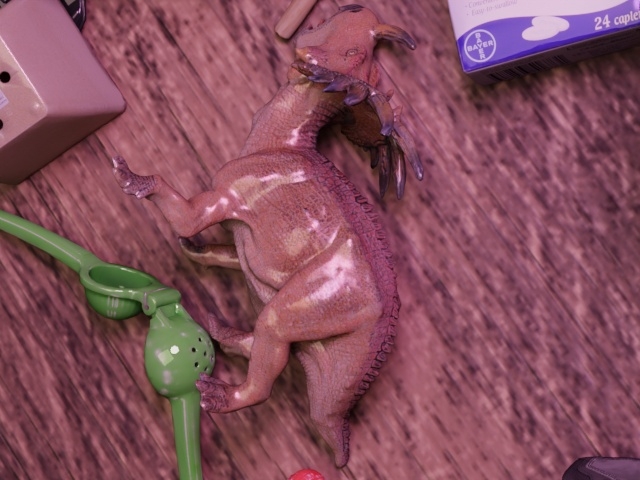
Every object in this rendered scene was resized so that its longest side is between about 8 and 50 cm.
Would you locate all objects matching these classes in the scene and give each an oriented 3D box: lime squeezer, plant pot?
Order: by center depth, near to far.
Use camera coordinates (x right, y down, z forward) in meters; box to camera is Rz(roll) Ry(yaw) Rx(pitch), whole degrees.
[{"bbox_3d":[-0.219,-0.105,1.153,0.109,0.096,0.109,-33,91,15],"label":"plant pot"},{"bbox_3d":[-0.134,0.065,1.162,0.310,0.059,0.110,53,138,12],"label":"lime squeezer"}]

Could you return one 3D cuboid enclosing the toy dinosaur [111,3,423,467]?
[{"bbox_3d":[0.000,0.000,1.081,0.200,0.127,0.296,-20,88,10],"label":"toy dinosaur"}]

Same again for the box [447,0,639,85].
[{"bbox_3d":[0.141,-0.182,1.061,0.126,0.072,0.137,-14,84,17],"label":"box"}]

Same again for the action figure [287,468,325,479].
[{"bbox_3d":[-0.072,0.277,1.084,0.091,0.139,0.280,24,93,30],"label":"action figure"}]

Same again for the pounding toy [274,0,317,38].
[{"bbox_3d":[-0.074,-0.213,1.090,0.269,0.154,0.155,-12,84,18],"label":"pounding toy"}]

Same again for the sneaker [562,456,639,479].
[{"bbox_3d":[0.169,0.241,1.040,0.106,0.078,0.234,14,89,21],"label":"sneaker"}]

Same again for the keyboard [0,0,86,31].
[{"bbox_3d":[-0.223,-0.237,1.210,0.108,0.023,0.180,-3,87,12],"label":"keyboard"}]
